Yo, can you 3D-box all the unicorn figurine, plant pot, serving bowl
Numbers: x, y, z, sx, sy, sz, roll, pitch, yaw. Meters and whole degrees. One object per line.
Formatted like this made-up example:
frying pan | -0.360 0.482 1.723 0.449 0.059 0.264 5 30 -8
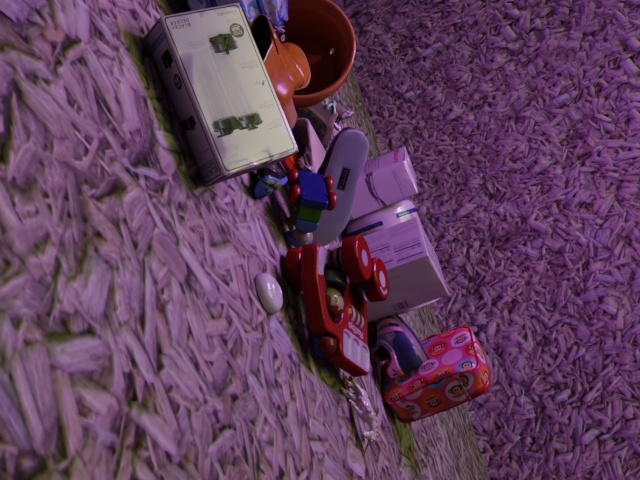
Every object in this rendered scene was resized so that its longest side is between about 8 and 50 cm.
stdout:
unicorn figurine | 0.092 0.375 1.571 0.111 0.060 0.161 52 23 -38
plant pot | -0.054 -0.481 1.886 0.203 0.291 0.290 85 -14 -80
serving bowl | -0.093 0.098 1.339 0.083 0.027 0.083 -22 90 -76

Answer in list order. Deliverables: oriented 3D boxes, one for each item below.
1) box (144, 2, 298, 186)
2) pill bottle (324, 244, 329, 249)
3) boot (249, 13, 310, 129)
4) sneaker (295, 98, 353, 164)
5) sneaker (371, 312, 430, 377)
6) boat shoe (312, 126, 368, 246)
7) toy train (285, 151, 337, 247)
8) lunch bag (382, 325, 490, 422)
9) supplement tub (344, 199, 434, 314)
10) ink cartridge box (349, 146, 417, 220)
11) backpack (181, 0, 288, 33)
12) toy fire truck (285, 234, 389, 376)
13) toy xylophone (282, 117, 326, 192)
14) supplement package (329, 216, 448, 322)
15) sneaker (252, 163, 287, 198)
box | -0.175 -0.258 1.254 0.169 0.087 0.289 -25 94 -34
pill bottle | 0.000 0.000 1.809 0.083 0.043 0.043 -94 158 -51
boot | -0.094 -0.394 1.491 0.211 0.104 0.295 71 16 -50
sneaker | 0.004 -0.374 2.090 0.158 0.182 0.410 -71 138 -69
sneaker | 0.181 0.270 2.004 0.112 0.131 0.319 58 -6 -28
boat shoe | 0.026 -0.135 1.744 0.105 0.113 0.306 -127 -130 -70
toy train | -0.038 -0.096 1.657 0.248 0.105 0.143 -100 -156 -60
lunch bag | 0.315 0.359 1.971 0.120 0.293 0.258 58 17 -23
supplement tub | 0.234 0.057 2.221 0.235 0.236 0.324 -14 83 -76
ink cartridge box | 0.155 -0.171 2.175 0.198 0.273 0.114 -74 141 -68
backpack | -0.191 -0.560 1.551 0.355 0.274 0.290 -41 123 -62
toy fire truck | 0.039 0.143 1.522 0.302 0.169 0.253 46 38 -57
toy xylophone | -0.025 -0.188 1.912 0.322 0.081 0.236 -90 155 -56
supplement package | 0.189 0.087 1.942 0.204 0.262 0.145 55 20 -46
sneaker | -0.120 -0.140 1.534 0.078 0.067 0.188 59 10 -7
